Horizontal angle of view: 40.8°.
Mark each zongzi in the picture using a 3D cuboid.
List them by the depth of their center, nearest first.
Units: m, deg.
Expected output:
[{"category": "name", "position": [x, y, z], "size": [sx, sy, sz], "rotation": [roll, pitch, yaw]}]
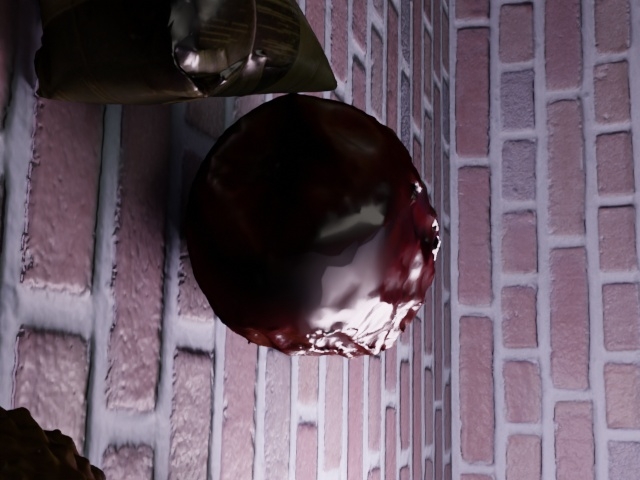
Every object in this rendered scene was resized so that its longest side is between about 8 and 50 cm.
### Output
[{"category": "zongzi", "position": [-0.096, -0.259, 0.715], "size": [0.317, 0.154, 0.290], "rotation": [-15, 102, -56]}]

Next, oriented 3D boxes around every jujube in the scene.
[{"category": "jujube", "position": [0.000, 0.000, 0.911], "size": [0.377, 0.258, 0.259], "rotation": [47, 44, -73]}]

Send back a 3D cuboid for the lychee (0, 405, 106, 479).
[{"category": "lychee", "position": [-0.179, 0.197, 0.436], "size": [0.238, 0.200, 0.200], "rotation": [64, 20, -2]}]
